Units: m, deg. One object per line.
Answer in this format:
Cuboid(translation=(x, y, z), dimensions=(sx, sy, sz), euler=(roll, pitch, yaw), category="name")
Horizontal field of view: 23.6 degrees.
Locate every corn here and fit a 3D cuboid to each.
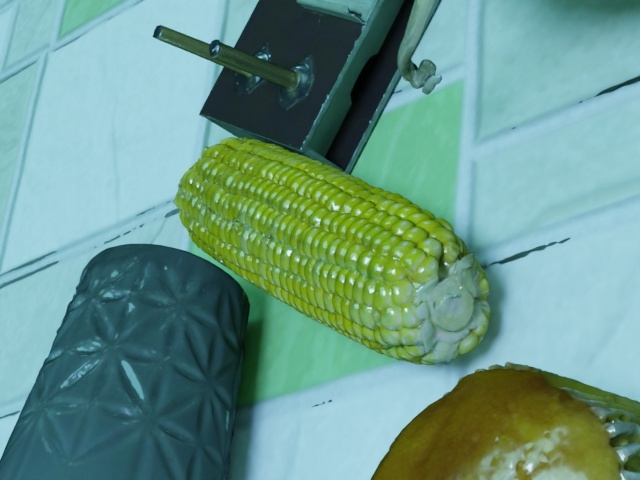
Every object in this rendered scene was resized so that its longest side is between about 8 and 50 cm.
Cuboid(translation=(0.000, 0.000, 0.832), dimensions=(0.248, 0.081, 0.081), euler=(28, 88, 53), category="corn")

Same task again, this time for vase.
Cuboid(translation=(-0.123, 0.157, 0.833), dimensions=(0.251, 0.156, 0.301), euler=(130, 157, -57), category="vase")

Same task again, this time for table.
Cuboid(translation=(0.001, -0.177, 0.926), dimensions=(0.121, 0.111, 0.240), euler=(22, 84, 52), category="table")

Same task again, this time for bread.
Cuboid(translation=(0.075, 0.146, 0.631), dimensions=(0.132, 0.114, 0.190), euler=(26, 92, 51), category="bread")

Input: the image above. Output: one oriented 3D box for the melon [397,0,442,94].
Cuboid(translation=(0.121, -0.259, 0.731), dimensions=(0.272, 0.272, 0.308), euler=(-18, 47, 42), category="melon")
